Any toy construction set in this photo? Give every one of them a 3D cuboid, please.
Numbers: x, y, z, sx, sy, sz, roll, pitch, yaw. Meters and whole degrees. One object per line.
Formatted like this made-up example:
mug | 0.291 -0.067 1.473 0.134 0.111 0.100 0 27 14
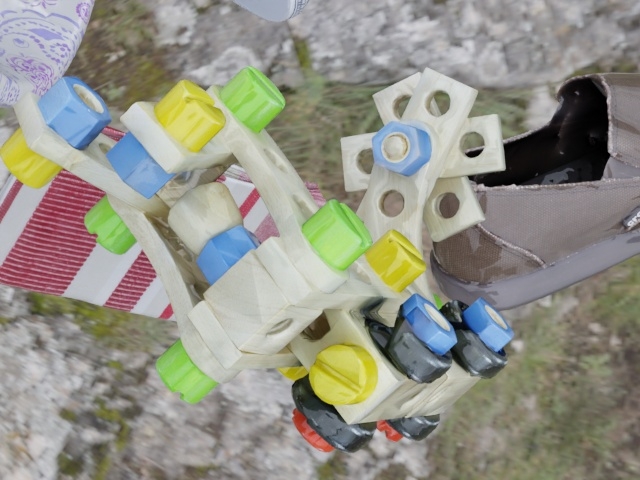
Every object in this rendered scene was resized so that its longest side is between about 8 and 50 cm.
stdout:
toy construction set | 0.000 0.000 0.789 0.215 0.151 0.328 51 30 18

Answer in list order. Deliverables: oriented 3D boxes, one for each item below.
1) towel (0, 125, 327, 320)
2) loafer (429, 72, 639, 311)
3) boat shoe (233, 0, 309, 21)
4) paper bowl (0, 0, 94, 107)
towel | -0.187 -0.010 1.555 0.329 0.237 0.037 14 41 -30
loafer | 0.248 -0.070 1.131 0.366 0.134 0.130 -27 126 -10
boat shoe | -0.085 -0.252 1.094 0.228 0.080 0.076 35 56 17
paper bowl | -0.272 -0.246 1.078 0.148 0.284 0.284 9 87 11
